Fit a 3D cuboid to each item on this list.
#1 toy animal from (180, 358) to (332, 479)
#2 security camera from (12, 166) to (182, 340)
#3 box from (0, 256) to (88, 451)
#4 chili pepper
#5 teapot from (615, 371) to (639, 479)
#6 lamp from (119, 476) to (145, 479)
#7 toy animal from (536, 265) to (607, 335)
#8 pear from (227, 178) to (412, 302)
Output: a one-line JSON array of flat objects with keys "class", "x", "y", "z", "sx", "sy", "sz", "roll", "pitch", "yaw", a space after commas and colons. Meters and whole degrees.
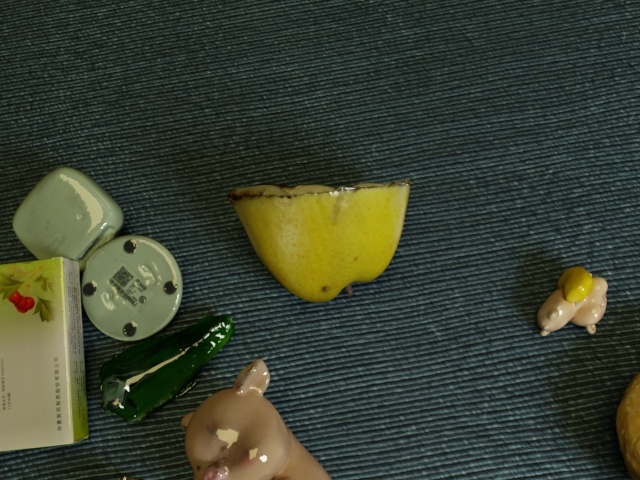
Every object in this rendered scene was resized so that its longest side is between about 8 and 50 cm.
[{"class": "toy animal", "x": -0.074, "y": 0.299, "z": 0.899, "sx": 0.166, "sy": 0.154, "sz": 0.250, "roll": -36, "pitch": 80, "yaw": 7}, {"class": "security camera", "x": -0.332, "y": 0.023, "z": 1.081, "sx": 0.301, "sy": 0.080, "sz": 0.157, "roll": 43, "pitch": 90, "yaw": 8}, {"class": "box", "x": -0.431, "y": 0.162, "z": 1.003, "sx": 0.175, "sy": 0.062, "sz": 0.261, "roll": -7, "pitch": 82, "yaw": 3}, {"class": "chili pepper", "x": -0.221, "y": 0.170, "z": 1.017, "sx": 0.216, "sy": 0.062, "sz": 0.108, "roll": -32, "pitch": 68, "yaw": -11}, {"class": "teapot", "x": 0.484, "y": 0.245, "z": 0.884, "sx": 0.203, "sy": 0.167, "sz": 0.311, "roll": -20, "pitch": 43, "yaw": 22}, {"class": "lamp", "x": -0.141, "y": 0.427, "z": 0.887, "sx": 0.325, "sy": 0.090, "sz": 0.089, "roll": 31, "pitch": 73, "yaw": 17}, {"class": "toy animal", "x": 0.364, "y": 0.093, "z": 0.990, "sx": 0.082, "sy": 0.091, "sz": 0.114, "roll": 38, "pitch": 73, "yaw": 4}, {"class": "pear", "x": 0.002, "y": 0.000, "z": 1.015, "sx": 0.266, "sy": 0.267, "sz": 0.178, "roll": -2, "pitch": 91, "yaw": 4}]
